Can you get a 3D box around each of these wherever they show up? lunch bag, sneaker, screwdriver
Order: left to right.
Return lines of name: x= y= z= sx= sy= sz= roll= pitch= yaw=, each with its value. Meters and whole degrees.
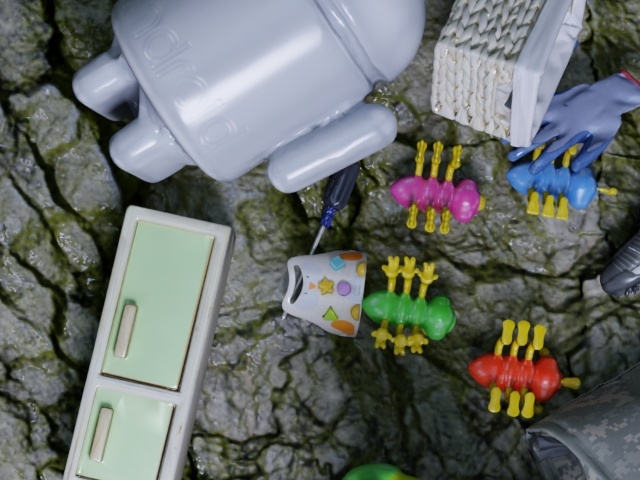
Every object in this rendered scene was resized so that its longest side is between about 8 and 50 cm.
screwdriver: x=0.000 y=0.000 z=1.899 sx=0.025 sy=0.024 sz=0.170 roll=17 pitch=85 yaw=32
sneaker: x=0.336 y=-0.046 z=1.874 sx=0.234 sy=0.078 sz=0.106 roll=-42 pitch=81 yaw=-8
lunch bag: x=0.355 y=0.215 z=1.770 sx=0.235 sy=0.169 sz=0.287 roll=-28 pitch=49 yaw=-16

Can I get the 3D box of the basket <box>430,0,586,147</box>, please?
basket: x=0.175 y=-0.188 z=1.819 sx=0.103 sy=0.113 sz=0.167 roll=17 pitch=56 yaw=12

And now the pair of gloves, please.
pair of gloves: x=0.210 y=-0.149 z=1.876 sx=0.159 sy=0.023 sz=0.198 roll=-31 pitch=61 yaw=-22

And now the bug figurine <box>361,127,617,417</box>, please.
bug figurine: x=0.158 y=0.024 z=1.866 sx=0.216 sy=0.072 sz=0.279 roll=14 pitch=78 yaw=-4

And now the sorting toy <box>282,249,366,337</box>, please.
sorting toy: x=0.003 y=0.046 z=1.879 sx=0.075 sy=0.045 sz=0.083 roll=7 pitch=83 yaw=-3

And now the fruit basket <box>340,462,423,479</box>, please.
fruit basket: x=0.100 y=0.363 z=1.647 sx=0.392 sy=0.392 sz=0.283 roll=48 pitch=124 yaw=6

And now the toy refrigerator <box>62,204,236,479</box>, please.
toy refrigerator: x=-0.159 y=0.111 z=1.852 sx=0.102 sy=0.094 sz=0.269 roll=13 pitch=84 yaw=2

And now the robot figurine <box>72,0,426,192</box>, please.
robot figurine: x=-0.050 y=-0.190 z=1.820 sx=0.353 sy=0.200 sz=0.300 roll=-33 pitch=83 yaw=5
